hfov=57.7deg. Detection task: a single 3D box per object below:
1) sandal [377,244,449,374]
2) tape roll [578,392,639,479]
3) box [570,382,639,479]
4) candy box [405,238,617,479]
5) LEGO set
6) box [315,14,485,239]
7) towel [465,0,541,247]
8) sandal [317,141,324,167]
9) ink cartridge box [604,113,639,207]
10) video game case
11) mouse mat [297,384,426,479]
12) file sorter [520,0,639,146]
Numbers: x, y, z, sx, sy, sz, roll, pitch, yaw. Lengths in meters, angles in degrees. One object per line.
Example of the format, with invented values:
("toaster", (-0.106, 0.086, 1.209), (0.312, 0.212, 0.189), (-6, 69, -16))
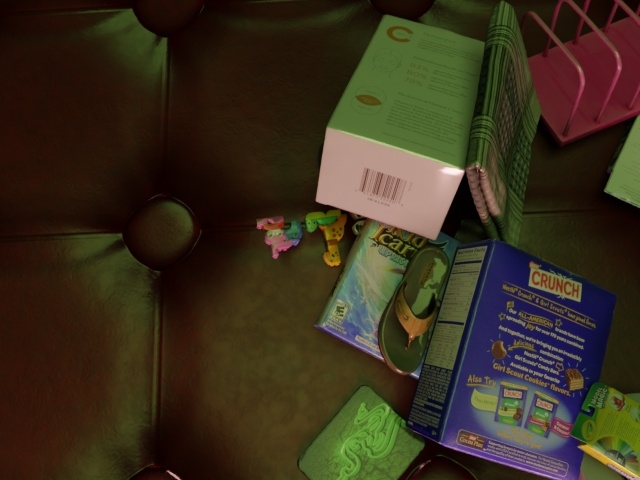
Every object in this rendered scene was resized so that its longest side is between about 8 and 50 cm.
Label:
("sandal", (0.160, 0.109, 0.945), (0.090, 0.060, 0.219), (27, 80, -7))
("tape roll", (0.522, 0.359, 0.921), (0.219, 0.072, 0.219), (-8, 56, 11))
("box", (0.474, 0.304, 0.877), (0.179, 0.043, 0.105), (32, 69, 13))
("candy box", (0.313, 0.191, 0.939), (0.268, 0.122, 0.317), (22, 79, -18))
("LEGO set", (0.000, 0.000, 1.062), (0.227, 0.087, 0.093), (-9, 81, -11))
("box", (0.151, -0.204, 0.995), (0.214, 0.168, 0.345), (19, 52, 7))
("towel", (0.311, -0.160, 0.956), (0.056, 0.324, 0.312), (3, 64, 28))
("sandal", (0.119, -0.140, 1.106), (0.254, 0.054, 0.097), (8, 77, 5))
("ink cartridge box", (0.654, -0.128, 1.082), (0.206, 0.045, 0.208), (28, 78, 9))
("video game case", (0.163, 0.099, 1.010), (0.269, 0.061, 0.244), (28, 78, -7))
("mouse mat", (0.071, 0.370, 1.013), (0.152, 0.007, 0.190), (40, 81, 11))
("file sorter", (0.528, -0.349, 1.051), (0.290, 0.182, 0.202), (-23, 63, -3))
